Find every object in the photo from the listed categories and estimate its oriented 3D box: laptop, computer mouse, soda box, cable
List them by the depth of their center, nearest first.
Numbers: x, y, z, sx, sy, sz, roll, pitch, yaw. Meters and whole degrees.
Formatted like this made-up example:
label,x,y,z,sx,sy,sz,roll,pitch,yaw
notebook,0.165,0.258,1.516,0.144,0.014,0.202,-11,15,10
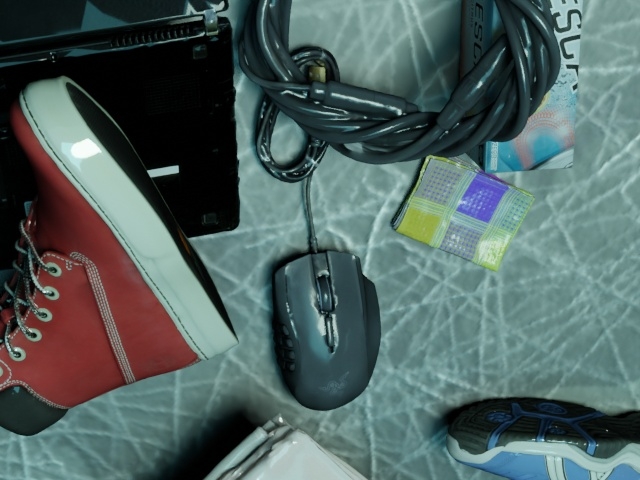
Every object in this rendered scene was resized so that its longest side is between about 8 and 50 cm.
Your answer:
label,x,y,z,sx,sy,sz,roll,pitch,yaw
laptop,-0.176,-0.120,0.891,0.234,0.136,0.264,-10,138,-9
cable,0.043,-0.116,0.894,0.185,0.047,0.150,-11,112,15
soda box,0.120,-0.135,0.928,0.058,0.063,0.183,-5,112,-11
computer mouse,0.000,0.000,0.965,0.071,0.041,0.242,-10,112,-9

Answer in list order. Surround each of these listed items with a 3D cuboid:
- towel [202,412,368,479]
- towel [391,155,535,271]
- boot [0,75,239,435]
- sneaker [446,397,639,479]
label,x,y,z,sx,sy,sz,roll,pitch,yaw
towel,-0.048,0.304,1.030,0.332,0.053,0.317,-43,125,1
towel,0.092,-0.018,0.996,0.083,0.009,0.060,23,103,-21
boot,-0.162,0.024,0.874,0.176,0.088,0.244,-25,142,-1
sneaker,0.182,0.159,1.049,0.211,0.080,0.081,11,105,-16
